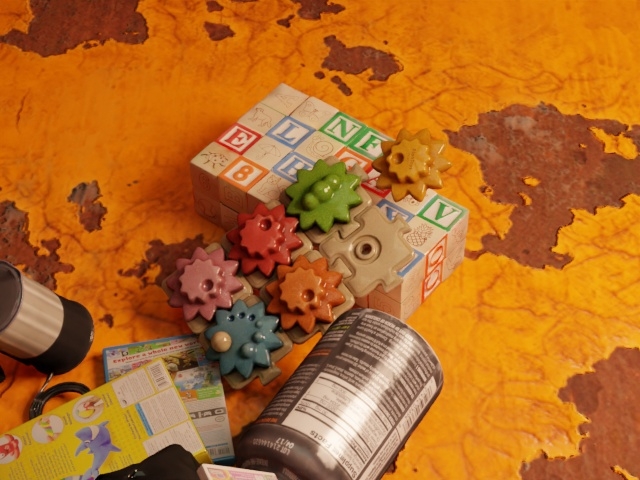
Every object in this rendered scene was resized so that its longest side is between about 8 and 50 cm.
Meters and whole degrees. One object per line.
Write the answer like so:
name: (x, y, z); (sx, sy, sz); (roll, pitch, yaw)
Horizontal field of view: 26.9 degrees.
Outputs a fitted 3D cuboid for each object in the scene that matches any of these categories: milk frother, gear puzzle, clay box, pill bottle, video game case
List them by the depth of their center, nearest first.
video game case: (-0.046, 0.238, 1.112); (0.087, 0.011, 0.122); (18, 28, -44)
pill bottle: (0.006, 0.188, 1.274); (0.130, 0.130, 0.245); (25, 52, 22)
clay box: (-0.226, 0.217, 1.287); (0.222, 0.053, 0.127); (-26, 51, -8)
milk frother: (-0.291, 0.112, 1.344); (0.143, 0.135, 0.129); (33, 86, 31)
video game case: (-0.158, 0.168, 1.373); (0.119, 0.015, 0.166); (-9, 47, -7)
gear puzzle: (0.000, 0.000, 1.400); (0.339, 0.044, 0.175); (-37, 63, -2)

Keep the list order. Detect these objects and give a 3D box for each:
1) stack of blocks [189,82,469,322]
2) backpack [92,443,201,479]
stack of blocks: (0.020, -0.046, 1.523); (0.297, 0.087, 0.171); (29, 54, 25)
backpack: (-0.232, 0.342, 1.062); (0.355, 0.273, 0.290); (0, 42, -43)
